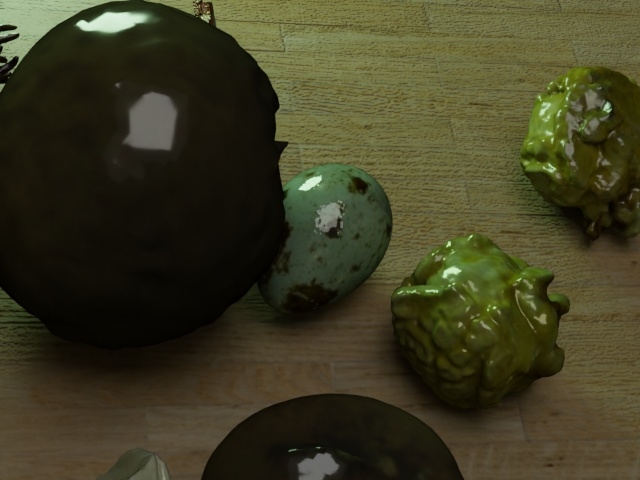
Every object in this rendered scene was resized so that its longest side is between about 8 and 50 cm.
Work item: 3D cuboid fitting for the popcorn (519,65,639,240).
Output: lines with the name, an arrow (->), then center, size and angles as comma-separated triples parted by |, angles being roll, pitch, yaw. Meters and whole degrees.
popcorn -> 0.409, -0.128, 1.975 | 0.233, 0.192, 0.266 | -3, 78, -34

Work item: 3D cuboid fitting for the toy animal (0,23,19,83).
toy animal -> -0.462, -0.177, 1.624 | 0.260, 0.087, 0.243 | -27, 29, -19

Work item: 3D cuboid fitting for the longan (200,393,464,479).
longan -> 0.013, 0.317, 1.464 | 0.319, 0.319, 0.318 | 7, 54, -9

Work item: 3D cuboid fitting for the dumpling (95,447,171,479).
dumpling -> -0.228, 0.357, 1.448 | 0.147, 0.193, 0.258 | 27, 37, -33

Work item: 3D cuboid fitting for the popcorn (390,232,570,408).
popcorn -> 0.206, 0.103, 1.737 | 0.255, 0.195, 0.256 | 15, 34, -10

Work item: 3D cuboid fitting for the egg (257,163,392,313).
egg -> 0.000, 0.000, 1.773 | 0.169, 0.169, 0.231 | 30, 66, 8

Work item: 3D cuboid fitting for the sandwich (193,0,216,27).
sandwich -> -0.179, -0.321, 2.024 | 0.029, 0.067, 0.135 | -9, 43, 7

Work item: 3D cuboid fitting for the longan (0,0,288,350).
longan -> -0.219, -0.085, 1.618 | 0.404, 0.404, 0.435 | 20, 67, 1
